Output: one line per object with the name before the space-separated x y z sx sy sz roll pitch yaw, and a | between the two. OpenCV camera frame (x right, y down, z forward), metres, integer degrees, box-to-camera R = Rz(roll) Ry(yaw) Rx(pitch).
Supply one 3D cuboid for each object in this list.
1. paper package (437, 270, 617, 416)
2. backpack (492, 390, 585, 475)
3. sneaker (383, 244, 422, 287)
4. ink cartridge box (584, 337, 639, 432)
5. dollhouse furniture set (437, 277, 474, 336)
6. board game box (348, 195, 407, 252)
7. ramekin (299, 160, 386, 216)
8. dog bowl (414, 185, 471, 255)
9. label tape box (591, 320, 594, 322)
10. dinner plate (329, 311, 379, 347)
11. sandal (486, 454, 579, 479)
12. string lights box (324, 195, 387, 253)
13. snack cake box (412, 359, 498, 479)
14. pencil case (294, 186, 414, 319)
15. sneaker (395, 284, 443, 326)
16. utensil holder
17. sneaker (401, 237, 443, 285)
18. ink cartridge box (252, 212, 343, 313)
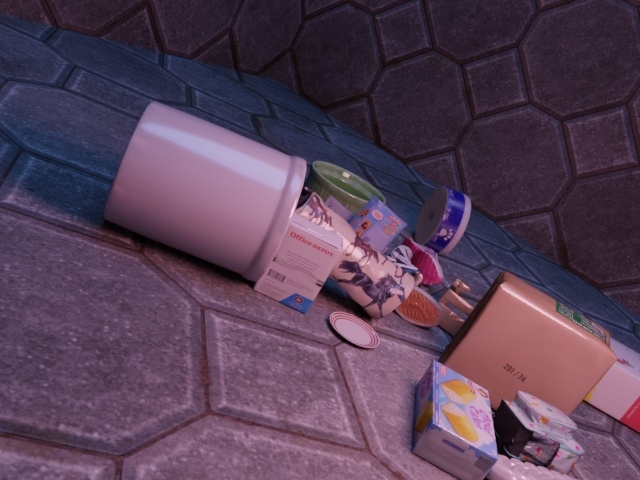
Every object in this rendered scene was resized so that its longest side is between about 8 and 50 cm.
paper package | 0.517 0.285 1.602 0.325 0.309 0.168 33 23 9
backpack | 0.503 0.445 1.441 0.188 0.144 0.166 34 4 -12
sneaker | 0.277 0.101 2.047 0.153 0.094 0.235 38 22 20
ink cartridge box | 0.884 0.403 2.032 0.385 0.160 0.279 30 20 2
dollhouse furniture set | 0.429 0.211 1.952 0.123 0.144 0.151 38 7 11
board game box | 0.143 -0.013 1.909 0.160 0.211 0.039 37 10 -42
ramekin | 0.072 -0.152 2.298 0.304 0.148 0.303 25 20 -10
dog bowl | 0.484 -0.080 2.510 0.104 0.264 0.265 23 21 -12
label tape box | 0.589 0.288 1.831 0.241 0.333 0.105 29 55 -2
dinner plate | 0.083 0.228 1.586 0.141 0.017 0.141 26 20 -10
sandal | 0.526 0.557 1.285 0.417 0.102 0.169 21 3 14
string lights box | 0.104 -0.030 2.029 0.133 0.076 0.260 44 3 36
snack cake box | 0.289 0.389 1.370 0.152 0.089 0.264 28 20 0
pencil case | 0.064 0.043 1.678 0.410 0.160 0.183 40 6 -13
sneaker | 0.232 0.142 1.861 0.302 0.108 0.121 31 24 8
utensil holder | -0.274 -0.120 1.508 0.386 0.327 0.327 23 21 -12
sneaker | 0.376 0.078 2.222 0.111 0.103 0.252 17 24 -27
ink cartridge box | -0.054 0.055 1.543 0.148 0.203 0.086 27 22 -7
